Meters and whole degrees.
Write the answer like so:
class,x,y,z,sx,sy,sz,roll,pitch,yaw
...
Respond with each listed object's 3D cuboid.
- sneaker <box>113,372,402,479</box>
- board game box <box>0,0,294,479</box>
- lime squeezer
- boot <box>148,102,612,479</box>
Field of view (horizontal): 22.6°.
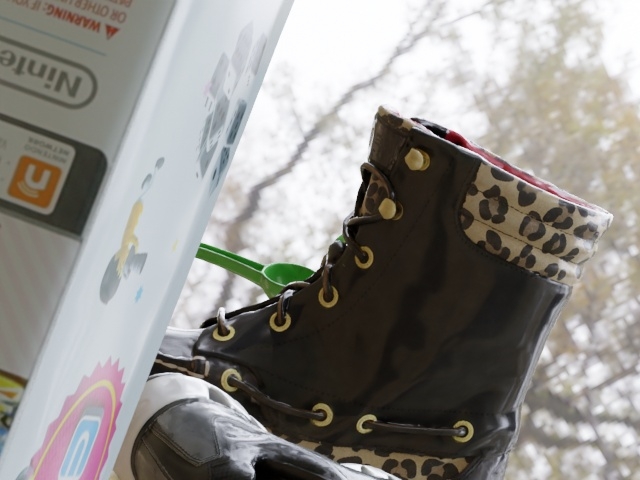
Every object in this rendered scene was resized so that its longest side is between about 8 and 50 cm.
class,x,y,z,sx,sy,sz,roll,pitch,yaw
sneaker,0.003,0.148,0.790,0.234,0.078,0.106,33,1,-33
board game box,-0.150,-0.002,0.350,0.224,0.303,0.097,21,-5,7
lime squeezer,0.000,0.000,1.456,0.310,0.059,0.110,-16,-89,17
boot,0.000,0.037,1.136,0.138,0.377,0.284,-86,-158,-79
